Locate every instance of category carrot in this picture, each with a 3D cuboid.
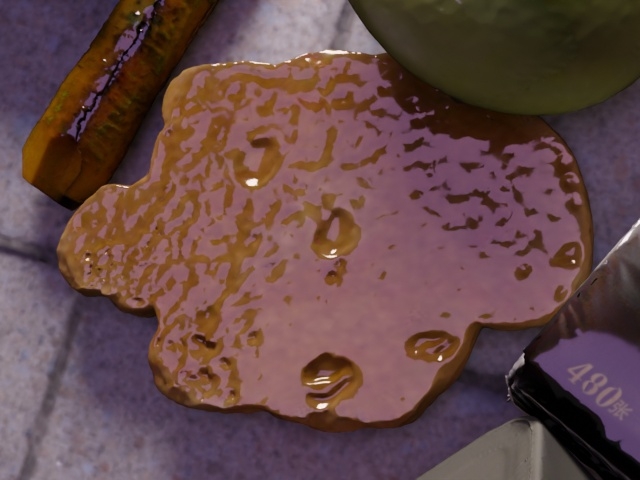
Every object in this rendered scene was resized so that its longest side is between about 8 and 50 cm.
[{"bbox_3d":[-0.128,-0.141,1.168,0.070,0.070,0.260,33,85,14],"label":"carrot"}]

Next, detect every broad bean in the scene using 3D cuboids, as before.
[{"bbox_3d":[0.112,-0.213,1.085,0.238,0.119,0.291,-38,85,-27],"label":"broad bean"}]

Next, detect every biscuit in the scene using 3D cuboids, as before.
[{"bbox_3d":[0.001,0.001,1.121,0.376,0.051,0.269,-3,76,8],"label":"biscuit"}]

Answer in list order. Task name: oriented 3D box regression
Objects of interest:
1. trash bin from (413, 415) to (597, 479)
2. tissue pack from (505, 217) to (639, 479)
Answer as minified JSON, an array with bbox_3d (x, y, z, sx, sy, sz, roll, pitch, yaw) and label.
[{"bbox_3d":[0.135,0.255,0.915,0.220,0.219,0.250,-36,99,18],"label":"trash bin"},{"bbox_3d":[0.311,0.140,0.963,0.370,0.198,0.210,40,80,14],"label":"tissue pack"}]
